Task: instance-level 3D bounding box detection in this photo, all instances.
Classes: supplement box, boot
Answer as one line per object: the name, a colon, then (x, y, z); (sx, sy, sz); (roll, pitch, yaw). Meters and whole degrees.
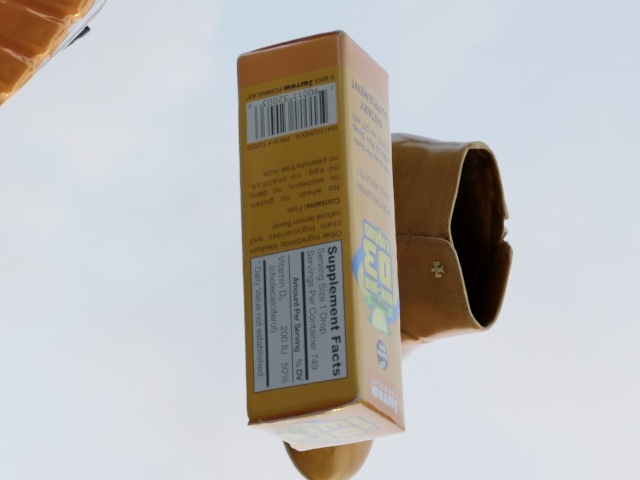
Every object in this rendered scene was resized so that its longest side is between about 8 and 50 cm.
supplement box: (0.000, 0.000, 1.049); (0.080, 0.078, 0.233); (-9, -111, 23)
boot: (0.057, 0.064, 1.384); (0.211, 0.104, 0.295); (9, -81, 54)

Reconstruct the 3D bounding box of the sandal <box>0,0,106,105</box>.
sandal: (-0.122, -0.125, 0.754); (0.102, 0.265, 0.076); (50, -3, -2)
